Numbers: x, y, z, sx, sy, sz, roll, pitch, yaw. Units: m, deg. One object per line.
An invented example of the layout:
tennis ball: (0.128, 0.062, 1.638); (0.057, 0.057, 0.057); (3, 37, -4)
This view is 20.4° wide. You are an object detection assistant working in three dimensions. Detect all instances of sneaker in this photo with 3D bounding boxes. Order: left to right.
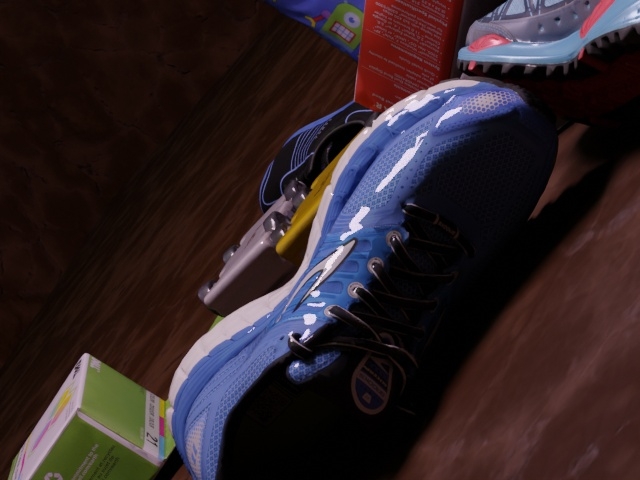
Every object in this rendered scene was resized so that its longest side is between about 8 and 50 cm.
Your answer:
sneaker: (0.006, -0.068, 1.655); (0.232, 0.081, 0.090); (-40, 8, 44)
sneaker: (0.037, 0.048, 1.090); (0.330, 0.130, 0.147); (-52, 24, 14)
sneaker: (0.179, -0.143, 1.063); (0.262, 0.104, 0.125); (-4, 65, 63)

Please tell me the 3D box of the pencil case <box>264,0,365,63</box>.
pencil case: (0.007, -0.245, 1.660); (0.133, 0.306, 0.119); (-58, 3, 41)

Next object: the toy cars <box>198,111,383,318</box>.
toy cars: (0.000, 0.000, 1.460); (0.176, 0.087, 0.393); (-50, 6, -21)

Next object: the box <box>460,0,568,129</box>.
box: (0.241, -0.225, 1.198); (0.307, 0.076, 0.242); (-40, 16, 49)

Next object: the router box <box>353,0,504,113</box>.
router box: (0.153, -0.292, 1.387); (0.335, 0.082, 0.301); (-53, -17, -31)

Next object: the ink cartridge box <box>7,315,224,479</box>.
ink cartridge box: (-0.177, 0.147, 1.598); (0.255, 0.097, 0.189); (-57, 10, 6)
